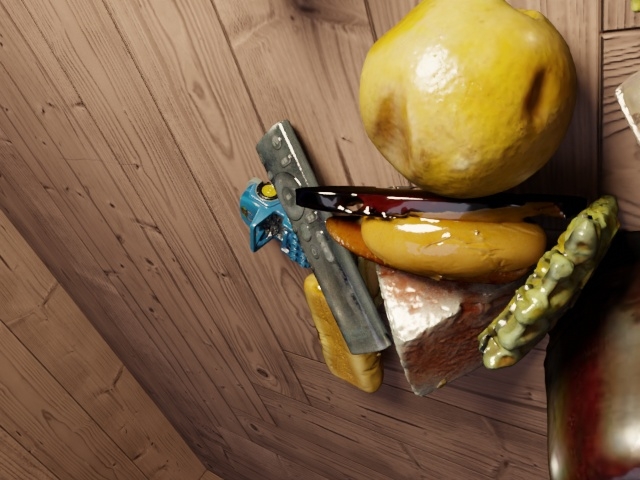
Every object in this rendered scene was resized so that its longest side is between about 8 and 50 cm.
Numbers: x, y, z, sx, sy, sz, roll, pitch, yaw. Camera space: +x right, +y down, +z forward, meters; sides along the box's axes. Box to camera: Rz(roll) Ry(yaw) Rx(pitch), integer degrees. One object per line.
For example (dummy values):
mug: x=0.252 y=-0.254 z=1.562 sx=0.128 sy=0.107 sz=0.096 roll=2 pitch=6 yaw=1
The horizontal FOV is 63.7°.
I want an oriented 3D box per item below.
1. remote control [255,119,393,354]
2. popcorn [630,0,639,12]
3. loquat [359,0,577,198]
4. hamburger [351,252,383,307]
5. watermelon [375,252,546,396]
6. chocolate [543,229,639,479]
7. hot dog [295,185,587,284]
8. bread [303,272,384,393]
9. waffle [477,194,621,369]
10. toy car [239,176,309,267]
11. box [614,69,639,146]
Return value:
remote control: x=0.000 y=0.000 z=0.814 sx=0.107 sy=0.044 sz=0.377 roll=-29 pitch=86 yaw=54
popcorn: x=0.270 y=-0.239 z=0.377 sx=0.106 sy=0.116 sz=0.120 roll=55 pitch=-175 yaw=-6
loquat: x=0.137 y=-0.139 z=0.516 sx=0.213 sy=0.213 sz=0.213 roll=24 pitch=141 yaw=21
hamburger: x=0.061 y=0.024 z=0.870 sx=0.102 sy=0.087 sz=0.176 roll=24 pitch=138 yaw=46
watermelon: x=0.183 y=0.098 z=0.734 sx=0.262 sy=0.201 sz=0.213 roll=7 pitch=137 yaw=26
chocolate: x=0.406 y=0.229 z=0.566 sx=0.384 sy=0.331 sz=0.383 roll=26 pitch=144 yaw=20
hot dog: x=0.143 y=-0.008 z=0.645 sx=0.326 sy=0.194 sz=0.107 roll=8 pitch=102 yaw=31
bread: x=0.056 y=0.181 z=1.027 sx=0.142 sy=0.091 sz=0.305 roll=17 pitch=139 yaw=32
waffle: x=0.256 y=0.051 z=0.566 sx=0.054 sy=0.223 sz=0.204 roll=41 pitch=121 yaw=22
toy car: x=-0.076 y=-0.022 z=0.925 sx=0.191 sy=0.100 sz=0.097 roll=34 pitch=148 yaw=16
box: x=0.396 y=-0.078 z=0.294 sx=0.297 sy=0.190 sz=0.225 roll=-42 pitch=59 yaw=56
